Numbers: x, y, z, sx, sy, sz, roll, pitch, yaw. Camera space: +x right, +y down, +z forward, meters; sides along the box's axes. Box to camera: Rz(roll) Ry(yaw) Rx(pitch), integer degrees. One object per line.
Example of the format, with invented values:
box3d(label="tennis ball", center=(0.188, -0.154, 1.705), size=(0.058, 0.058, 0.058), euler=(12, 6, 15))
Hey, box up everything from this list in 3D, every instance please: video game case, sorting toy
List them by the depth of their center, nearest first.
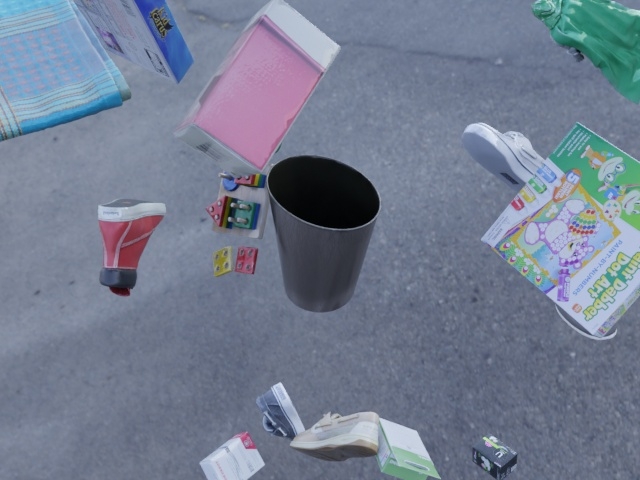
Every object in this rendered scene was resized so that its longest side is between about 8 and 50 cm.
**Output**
box3d(label="video game case", center=(-0.353, -0.398, 1.187), size=(0.244, 0.269, 0.061), euler=(27, 74, 16))
box3d(label="sorting toy", center=(-0.150, -0.068, 1.276), size=(0.132, 0.046, 0.274), euler=(9, 87, 44))

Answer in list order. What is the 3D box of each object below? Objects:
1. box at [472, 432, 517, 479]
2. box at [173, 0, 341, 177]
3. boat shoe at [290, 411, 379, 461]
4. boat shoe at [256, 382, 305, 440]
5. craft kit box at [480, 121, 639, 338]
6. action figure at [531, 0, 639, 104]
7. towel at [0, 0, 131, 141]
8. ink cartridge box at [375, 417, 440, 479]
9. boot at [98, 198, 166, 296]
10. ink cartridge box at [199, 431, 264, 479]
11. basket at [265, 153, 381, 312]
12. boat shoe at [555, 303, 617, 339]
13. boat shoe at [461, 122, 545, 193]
box3d(label="box", center=(0.396, 0.493, 1.647), size=(0.062, 0.052, 0.083), euler=(-28, 39, -29))
box3d(label="box", center=(-0.099, -0.225, 1.100), size=(0.232, 0.127, 0.149), euler=(-59, 20, -12))
box3d(label="boat shoe", center=(0.037, 0.475, 1.769), size=(0.302, 0.109, 0.098), euler=(-27, 42, 50))
box3d(label="boat shoe", center=(-0.116, 0.517, 2.089), size=(0.102, 0.301, 0.108), euler=(-26, 54, -7))
box3d(label="craft kit box", center=(0.422, -0.020, 1.140), size=(0.246, 0.061, 0.250), euler=(45, 105, 33))
box3d(label="action figure", center=(0.388, -0.293, 1.022), size=(0.063, 0.232, 0.137), euler=(19, 94, 61))
box3d(label="towel", center=(-0.442, -0.203, 0.841), size=(0.370, 0.040, 0.271), euler=(-22, 60, -24))
box3d(label="ink cartridge box", center=(0.190, 0.501, 1.672), size=(0.062, 0.109, 0.209), euler=(-65, 13, 10))
box3d(label="boot", center=(-0.365, 0.011, 1.401), size=(0.088, 0.176, 0.244), euler=(4, 9, 6))
box3d(label="ink cartridge box", center=(-0.244, 0.617, 2.001), size=(0.063, 0.109, 0.150), euler=(-25, 3, 45))
box3d(label="basket", center=(0.000, 0.000, 1.214), size=(0.204, 0.227, 0.154), euler=(36, 54, 29))
box3d(label="boat shoe", center=(0.577, 0.087, 1.641), size=(0.112, 0.095, 0.335), euler=(-9, 33, 3))
box3d(label="boat shoe", center=(0.377, -0.174, 1.446), size=(0.095, 0.258, 0.084), euler=(14, 74, 50))
